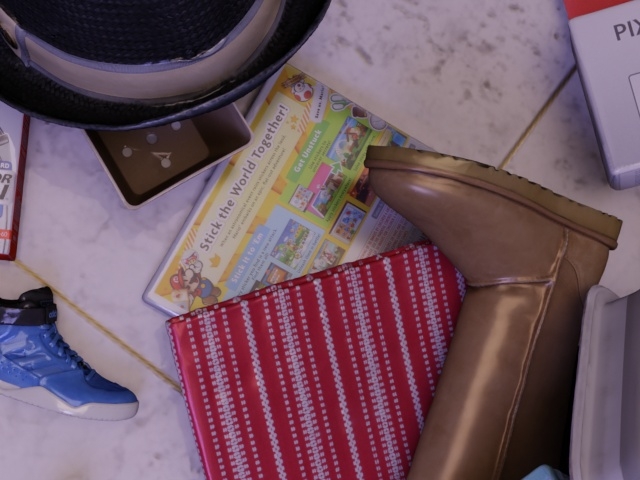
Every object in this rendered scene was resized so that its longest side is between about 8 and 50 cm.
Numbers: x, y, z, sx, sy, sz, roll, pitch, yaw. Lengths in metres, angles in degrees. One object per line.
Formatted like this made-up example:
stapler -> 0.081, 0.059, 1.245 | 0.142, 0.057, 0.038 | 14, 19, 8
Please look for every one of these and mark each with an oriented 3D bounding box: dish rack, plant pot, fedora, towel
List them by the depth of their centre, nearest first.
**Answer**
dish rack -> 0.296, 0.196, 0.794 | 0.072, 0.285, 0.333 | -31, 107, 28
fedora -> -0.146, -0.243, 0.814 | 0.334, 0.152, 0.334 | -2, 59, 3
plant pot -> -0.128, -0.087, 0.888 | 0.109, 0.096, 0.109 | -31, 89, -13
towel -> 0.030, 0.115, 0.897 | 0.274, 0.031, 0.199 | -16, 96, -20

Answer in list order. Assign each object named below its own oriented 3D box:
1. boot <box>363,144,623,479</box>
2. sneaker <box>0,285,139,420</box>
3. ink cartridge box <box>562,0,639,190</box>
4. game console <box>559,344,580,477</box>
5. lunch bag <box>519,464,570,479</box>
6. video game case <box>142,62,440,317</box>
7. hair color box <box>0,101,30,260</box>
boot -> 0.108, 0.083, 0.864 | 0.236, 0.089, 0.270 | 18, 86, -20
sneaker -> -0.204, 0.081, 0.873 | 0.152, 0.058, 0.085 | 16, 89, -2
ink cartridge box -> 0.347, -0.203, 0.930 | 0.296, 0.066, 0.261 | -15, 75, 12
game console -> 0.277, 0.267, 0.949 | 0.213, 0.044, 0.361 | 3, 83, -10
lunch bag -> 0.139, 0.303, 0.805 | 0.262, 0.160, 0.223 | -42, 134, 18
video game case -> 0.000, 0.000, 0.939 | 0.206, 0.026, 0.227 | 30, 80, -6
hair color box -> -0.273, -0.073, 0.882 | 0.093, 0.053, 0.167 | 5, 81, -9
